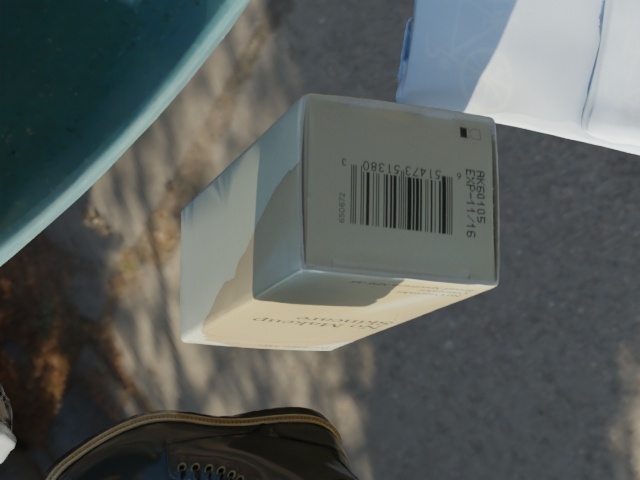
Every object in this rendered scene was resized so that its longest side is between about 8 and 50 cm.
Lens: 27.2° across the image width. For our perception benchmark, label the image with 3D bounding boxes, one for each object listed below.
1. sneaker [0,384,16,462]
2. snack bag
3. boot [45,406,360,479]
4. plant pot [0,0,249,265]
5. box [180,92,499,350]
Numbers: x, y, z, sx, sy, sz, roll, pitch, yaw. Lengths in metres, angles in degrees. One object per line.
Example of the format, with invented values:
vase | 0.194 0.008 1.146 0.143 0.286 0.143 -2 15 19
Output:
sneaker | -0.165 -0.033 0.548 0.101 0.153 0.268 12 136 44
snack bag | 0.204 -0.218 0.888 0.342 0.037 0.323 17 111 32
boot | -0.070 0.155 0.827 0.137 0.198 0.077 -147 45 -73
plant pot | -0.180 -0.193 0.316 0.334 0.341 0.341 36 137 9
box | 0.000 0.000 0.989 0.311 0.148 0.121 146 126 -67
